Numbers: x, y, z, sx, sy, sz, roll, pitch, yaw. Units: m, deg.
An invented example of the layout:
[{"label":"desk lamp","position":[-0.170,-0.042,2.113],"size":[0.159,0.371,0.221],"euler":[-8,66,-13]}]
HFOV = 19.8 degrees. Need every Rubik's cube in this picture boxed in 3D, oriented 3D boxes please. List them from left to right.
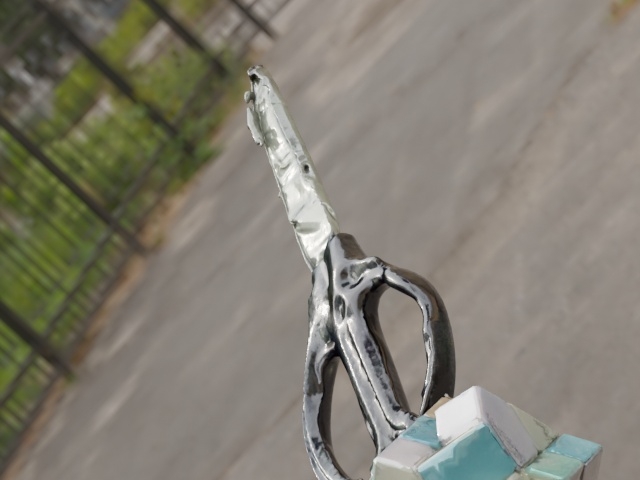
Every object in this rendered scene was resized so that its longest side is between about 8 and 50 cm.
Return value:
[{"label":"Rubik's cube","position":[0.059,0.094,0.615],"size":[0.075,0.073,0.084],"euler":[-47,-34,-48]}]

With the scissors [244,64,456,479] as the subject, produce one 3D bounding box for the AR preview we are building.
[{"label":"scissors","position":[0.000,0.000,0.907],"size":[0.109,0.022,0.300],"euler":[-57,35,30]}]
